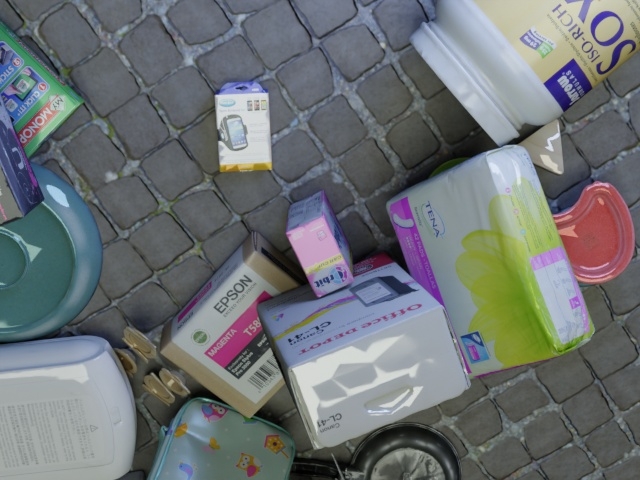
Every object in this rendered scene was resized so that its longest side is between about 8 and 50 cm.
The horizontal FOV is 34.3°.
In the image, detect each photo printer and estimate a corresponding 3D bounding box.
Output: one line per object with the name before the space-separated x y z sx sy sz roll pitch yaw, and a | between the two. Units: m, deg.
photo printer | -0.453 0.282 1.669 0.308 0.107 0.256 -7 115 -1

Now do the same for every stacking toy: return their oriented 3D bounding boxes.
stacking toy | 0.311 -0.016 1.631 0.309 0.130 0.279 -25 85 3

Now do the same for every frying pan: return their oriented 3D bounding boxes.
frying pan | 0.091 0.381 1.775 0.326 0.053 0.197 27 98 -8

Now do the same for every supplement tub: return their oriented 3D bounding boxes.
supplement tub | 0.309 -0.310 1.414 0.331 0.241 0.241 -41 108 12

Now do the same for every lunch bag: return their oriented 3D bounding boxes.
lunch bag | -0.173 0.396 1.652 0.224 0.279 0.108 20 140 -2

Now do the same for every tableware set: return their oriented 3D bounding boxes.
tableware set | -0.274 0.204 1.650 0.141 0.020 0.169 43 147 -4

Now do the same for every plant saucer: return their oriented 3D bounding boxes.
plant saucer | -0.499 0.024 1.602 0.318 0.043 0.317 -1 111 -3

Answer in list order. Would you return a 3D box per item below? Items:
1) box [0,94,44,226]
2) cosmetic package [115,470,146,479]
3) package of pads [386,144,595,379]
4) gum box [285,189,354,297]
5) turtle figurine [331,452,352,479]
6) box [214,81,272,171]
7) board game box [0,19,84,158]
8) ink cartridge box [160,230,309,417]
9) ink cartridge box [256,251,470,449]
box | -0.491 -0.133 1.397 0.142 0.163 0.247 -19 102 0
cosmetic package | -0.457 0.541 1.748 0.366 0.155 0.197 -11 113 1
package of pads | 0.235 0.035 1.460 0.229 0.101 0.296 -25 84 49
gum box | 0.000 0.000 1.550 0.062 0.188 0.107 -24 103 7
turtle figurine | -0.022 0.478 1.720 0.175 0.118 0.234 -6 97 10
box | -0.115 -0.172 1.557 0.081 0.028 0.136 -2 109 -3
board game box | -0.528 -0.163 1.495 0.317 0.046 0.213 -44 101 7
ink cartridge box | -0.109 0.137 1.647 0.193 0.088 0.234 39 105 -18
ink cartridge box | 0.049 0.143 1.453 0.226 0.306 0.131 -22 104 -6
